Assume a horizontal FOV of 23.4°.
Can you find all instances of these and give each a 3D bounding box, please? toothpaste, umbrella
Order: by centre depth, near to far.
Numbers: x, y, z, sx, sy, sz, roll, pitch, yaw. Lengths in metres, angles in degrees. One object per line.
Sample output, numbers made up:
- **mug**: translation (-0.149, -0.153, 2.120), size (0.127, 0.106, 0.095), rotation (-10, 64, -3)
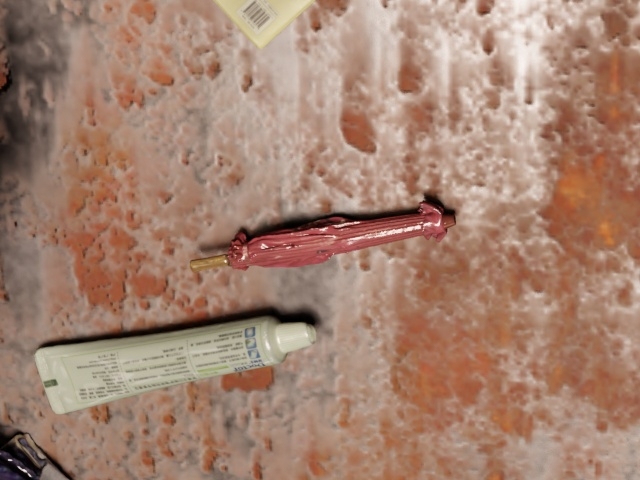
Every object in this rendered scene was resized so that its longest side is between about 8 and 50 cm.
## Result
- **umbrella**: translation (0.000, 0.000, 0.918), size (0.165, 0.025, 0.027), rotation (-9, 90, 16)
- **toothpaste**: translation (-0.093, 0.074, 0.973), size (0.197, 0.029, 0.048), rotation (-12, 105, 23)

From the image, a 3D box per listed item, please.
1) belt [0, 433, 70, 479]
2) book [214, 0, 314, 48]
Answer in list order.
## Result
- **belt**: translation (-0.204, 0.243, 1.020), size (0.230, 0.139, 0.126), rotation (45, 122, -7)
- **book**: translation (-0.021, -0.169, 0.858), size (0.111, 0.014, 0.077), rotation (-38, 99, 26)
